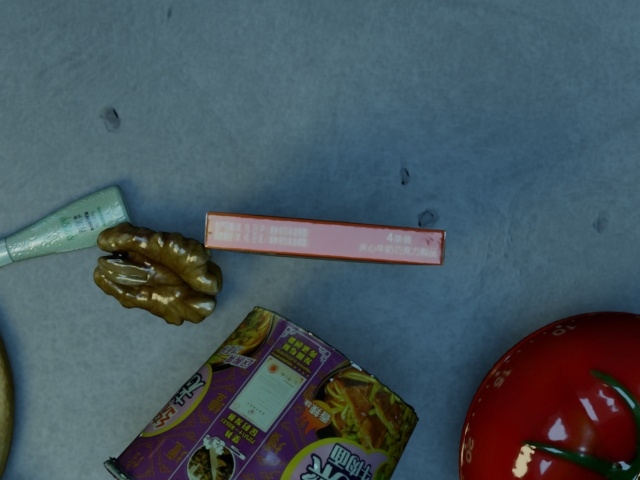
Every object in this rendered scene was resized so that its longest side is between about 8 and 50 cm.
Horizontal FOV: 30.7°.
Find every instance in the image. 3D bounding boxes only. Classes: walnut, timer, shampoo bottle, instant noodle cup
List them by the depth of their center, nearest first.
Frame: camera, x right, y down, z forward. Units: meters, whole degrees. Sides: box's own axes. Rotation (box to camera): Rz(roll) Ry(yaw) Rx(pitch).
[{"bbox_3d":[-0.050,0.257,1.406,0.340,0.340,0.266,36,80,-2],"label":"instant noodle cup"},{"bbox_3d":[0.360,0.277,1.435,0.378,0.279,0.378,0,91,-5],"label":"timer"},{"bbox_3d":[-0.205,0.036,1.497,0.170,0.069,0.143,20,126,4],"label":"walnut"},{"bbox_3d":[-0.342,-0.011,1.519,0.190,0.041,0.069,-19,96,-2],"label":"shampoo bottle"}]

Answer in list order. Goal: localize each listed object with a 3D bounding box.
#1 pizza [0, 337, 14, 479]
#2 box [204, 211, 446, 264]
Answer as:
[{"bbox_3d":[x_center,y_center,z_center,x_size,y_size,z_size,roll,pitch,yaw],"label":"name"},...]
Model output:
[{"bbox_3d":[-0.498,0.159,1.496,0.182,0.074,0.365,-25,92,-4],"label":"pizza"},{"bbox_3d":[0.000,0.000,1.424,0.273,0.265,0.048,4,88,-4],"label":"box"}]
